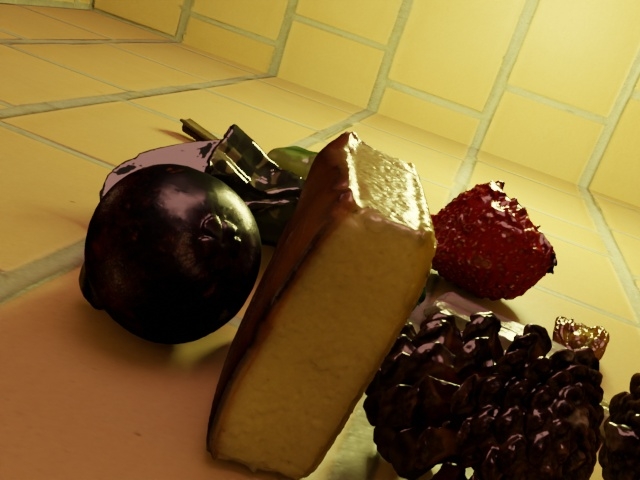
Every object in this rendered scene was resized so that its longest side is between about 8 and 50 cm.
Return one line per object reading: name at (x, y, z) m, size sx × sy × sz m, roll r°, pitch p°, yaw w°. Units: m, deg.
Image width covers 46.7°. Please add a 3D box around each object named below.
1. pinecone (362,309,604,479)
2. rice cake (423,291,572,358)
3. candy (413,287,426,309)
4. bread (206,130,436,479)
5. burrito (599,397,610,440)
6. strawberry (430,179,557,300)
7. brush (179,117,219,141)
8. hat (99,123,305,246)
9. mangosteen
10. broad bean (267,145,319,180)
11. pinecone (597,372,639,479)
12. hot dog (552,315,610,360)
pinecone at (0.163, 0.191, 0.812) m, size 0.246 × 0.247 × 0.292 m, roll 7°, pitch 6°, yaw -30°
rice cake at (0.321, 0.173, 1.247) m, size 0.297 × 0.050 × 0.106 m, roll 26°, pitch 21°, yaw 21°
candy at (0.158, 0.074, 1.366) m, size 0.097 × 0.097 × 0.323 m, roll 23°, pitch 10°, yaw 12°
bread at (0.001, 0.059, 0.859) m, size 0.143 × 0.324 × 0.333 m, roll 25°, pitch 17°, yaw -5°
burrito at (0.432, 0.273, 1.079) m, size 0.058 × 0.045 × 0.188 m, roll 14°, pitch 16°, yaw -35°
strawberry at (0.319, 0.017, 1.468) m, size 0.261 × 0.257 × 0.261 m, roll 52°, pitch 5°, yaw -7°
brush at (-0.269, -0.244, 1.898) m, size 0.248 × 0.036 × 0.043 m, roll 35°, pitch 28°, yaw 24°
hat at (-0.166, -0.046, 1.295) m, size 0.381 × 0.257 × 0.366 m, roll -30°, pitch 36°, yaw -10°
mangosteen at (-0.204, 0.019, 0.956) m, size 0.228 × 0.229 × 0.265 m, roll -1°, pitch -5°, yaw -44°
broad bean at (-0.033, -0.186, 1.859) m, size 0.227 × 0.100 × 0.169 m, roll 24°, pitch 12°, yaw 20°
pinecone at (0.454, 0.265, 0.858) m, size 0.272 × 0.224 × 0.224 m, roll 23°, pitch 18°, yaw -8°
hot dog at (0.472, 0.179, 1.351) m, size 0.099 × 0.065 × 0.147 m, roll 15°, pitch 18°, yaw 21°
